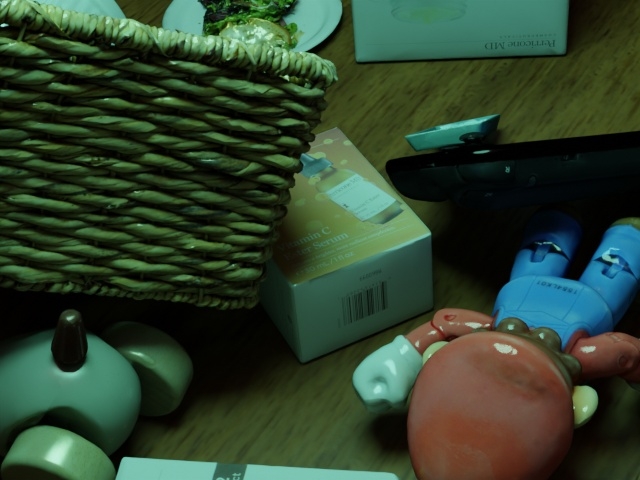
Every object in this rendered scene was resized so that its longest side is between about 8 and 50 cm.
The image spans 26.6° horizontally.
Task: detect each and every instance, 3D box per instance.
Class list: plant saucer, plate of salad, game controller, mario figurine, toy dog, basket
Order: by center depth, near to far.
[{"bbox_3d":[-0.170,-0.101,1.011,0.299,0.223,0.213,6,30,-24],"label":"basket"},{"bbox_3d":[0.157,0.104,1.034,0.198,0.170,0.320,-22,15,39],"label":"mario figurine"},{"bbox_3d":[-0.270,0.094,1.034,0.334,0.161,0.220,-3,41,3],"label":"toy dog"},{"bbox_3d":[0.218,-0.073,1.150,0.319,0.067,0.166,-7,11,-26],"label":"game controller"},{"bbox_3d":[0.124,-0.098,1.230,0.067,0.018,0.192,-10,6,13],"label":"plant saucer"},{"bbox_3d":[-0.077,-0.257,1.490,0.200,0.048,0.199,-4,42,4],"label":"plate of salad"}]

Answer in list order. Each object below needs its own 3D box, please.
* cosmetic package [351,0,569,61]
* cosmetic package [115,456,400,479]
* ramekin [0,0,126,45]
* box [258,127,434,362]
[{"bbox_3d":[0.141,-0.312,1.392,0.224,0.224,0.138,-2,44,5],"label":"cosmetic package"},{"bbox_3d":[-0.044,0.243,0.846,0.184,0.151,0.151,2,41,9],"label":"cosmetic package"},{"bbox_3d":[-0.296,-0.180,1.321,0.207,0.207,0.109,10,53,18],"label":"ramekin"},{"bbox_3d":[0.000,0.000,1.160,0.130,0.091,0.170,-22,44,-17],"label":"box"}]
